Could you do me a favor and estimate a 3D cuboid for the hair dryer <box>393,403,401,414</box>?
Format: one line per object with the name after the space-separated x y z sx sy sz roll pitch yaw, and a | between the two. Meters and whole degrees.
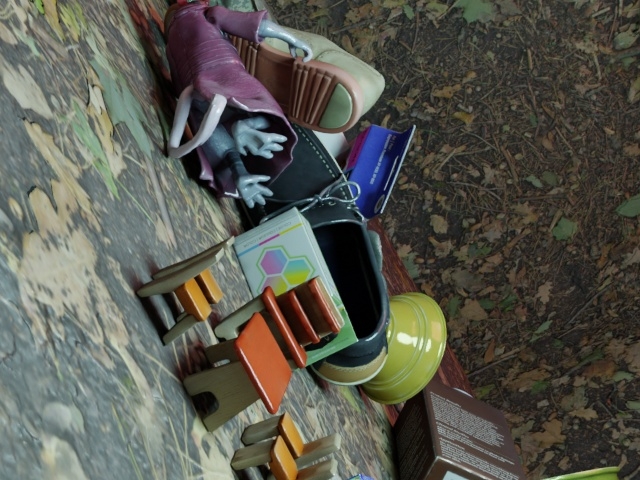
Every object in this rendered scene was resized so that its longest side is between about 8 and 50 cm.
0.145 0.225 2.264 0.223 0.080 0.293 -107 171 -51 | hair dryer

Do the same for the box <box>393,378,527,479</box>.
0.249 0.402 1.937 0.191 0.143 0.381 25 15 -4 | box

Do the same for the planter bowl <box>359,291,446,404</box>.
0.115 0.180 1.921 0.090 0.217 0.217 30 28 -38 | planter bowl

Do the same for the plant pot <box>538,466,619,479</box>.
0.465 0.668 2.123 0.366 0.366 0.353 43 33 -68 | plant pot

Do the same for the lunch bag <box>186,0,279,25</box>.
-0.164 -0.410 2.078 0.235 0.169 0.287 -41 108 -82 | lunch bag

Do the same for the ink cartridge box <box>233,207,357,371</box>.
-0.038 0.070 1.523 0.209 0.109 0.062 67 9 24 | ink cartridge box

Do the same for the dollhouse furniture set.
-0.055 0.117 1.153 0.262 0.135 0.259 62 8 -6 | dollhouse furniture set

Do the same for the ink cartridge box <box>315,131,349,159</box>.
-0.056 -0.196 1.985 0.176 0.127 0.128 15 -43 62 | ink cartridge box

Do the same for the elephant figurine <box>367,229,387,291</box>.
0.025 0.038 1.874 0.169 0.186 0.239 43 26 -54 | elephant figurine

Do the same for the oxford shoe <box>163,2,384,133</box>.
-0.080 -0.296 1.761 0.397 0.140 0.146 29 37 18 | oxford shoe

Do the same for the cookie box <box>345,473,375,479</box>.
0.067 0.378 1.443 0.107 0.040 0.092 66 8 21 | cookie box

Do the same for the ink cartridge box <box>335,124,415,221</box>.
0.057 -0.101 1.959 0.069 0.176 0.371 26 -16 -14 | ink cartridge box

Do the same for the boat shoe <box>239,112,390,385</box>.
-0.009 -0.018 1.679 0.156 0.187 0.500 107 -33 -63 | boat shoe

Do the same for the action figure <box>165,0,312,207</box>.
-0.172 -0.235 1.576 0.276 0.248 0.370 8 52 -48 | action figure
